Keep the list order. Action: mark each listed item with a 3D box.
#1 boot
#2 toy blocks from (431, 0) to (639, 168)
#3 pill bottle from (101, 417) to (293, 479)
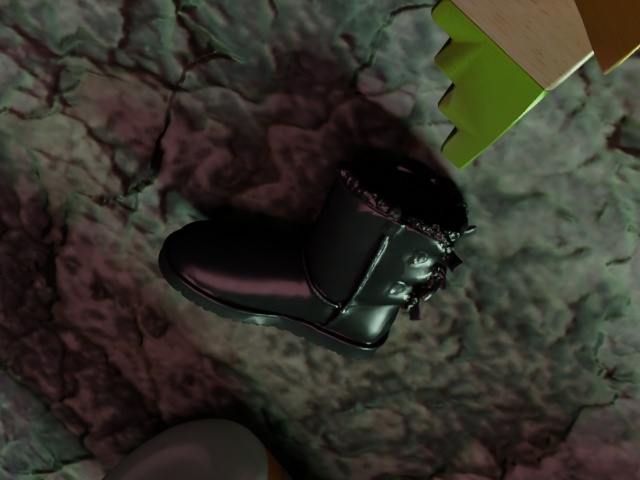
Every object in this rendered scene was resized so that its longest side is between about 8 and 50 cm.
[{"bbox_3d":[0.000,0.000,0.885,0.121,0.045,0.099,22,136,-11],"label":"boot"},{"bbox_3d":[0.080,-0.234,0.584,0.261,0.191,0.381,43,129,-6],"label":"toy blocks"},{"bbox_3d":[-0.025,0.202,1.018,0.121,0.121,0.216,-19,122,31],"label":"pill bottle"}]
